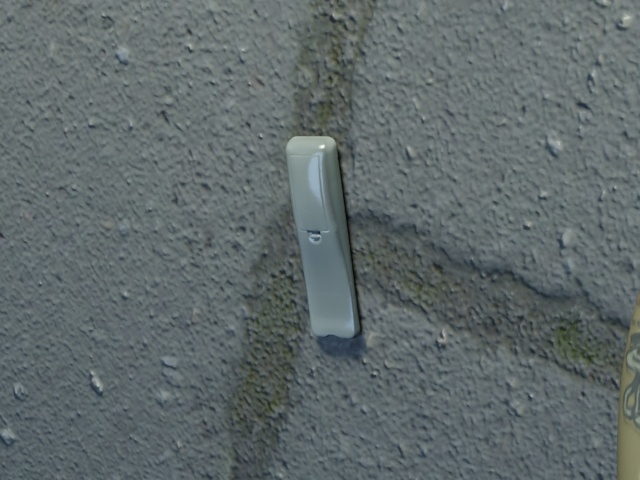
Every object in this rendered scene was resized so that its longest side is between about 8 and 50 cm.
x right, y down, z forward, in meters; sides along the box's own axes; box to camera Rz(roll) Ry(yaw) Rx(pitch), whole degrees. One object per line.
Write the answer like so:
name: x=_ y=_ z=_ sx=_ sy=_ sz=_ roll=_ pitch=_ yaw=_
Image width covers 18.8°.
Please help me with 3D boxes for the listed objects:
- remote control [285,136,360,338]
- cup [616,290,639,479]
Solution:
remote control: x=0.000 y=0.000 z=1.700 sx=0.050 sy=0.027 sz=0.184 roll=2 pitch=109 yaw=33
cup: x=0.362 y=0.134 z=1.432 sx=0.301 sy=0.227 sz=0.257 roll=-7 pitch=100 yaw=4
